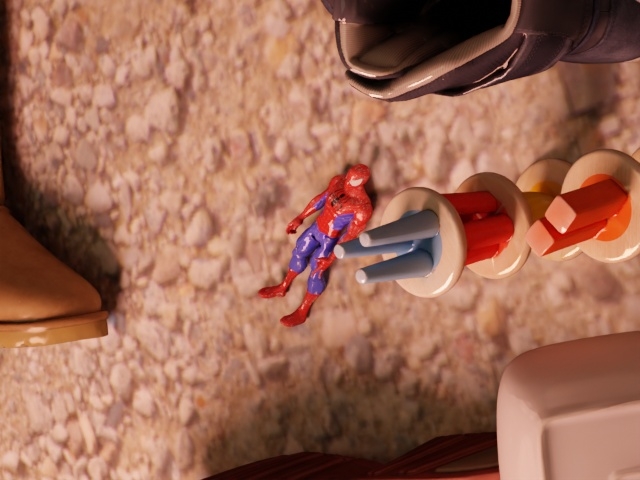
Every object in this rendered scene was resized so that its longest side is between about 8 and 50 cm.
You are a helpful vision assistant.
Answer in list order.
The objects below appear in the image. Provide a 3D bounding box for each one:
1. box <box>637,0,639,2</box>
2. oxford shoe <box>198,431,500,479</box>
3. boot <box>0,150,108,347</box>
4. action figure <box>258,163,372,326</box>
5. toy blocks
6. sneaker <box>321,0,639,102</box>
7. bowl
[{"bbox_3d":[0.208,-0.145,0.640,0.232,0.059,0.183,39,131,17],"label":"box"},{"bbox_3d":[0.001,0.187,0.927,0.348,0.123,0.130,-12,92,46],"label":"oxford shoe"},{"bbox_3d":[-0.235,-0.072,1.136,0.236,0.089,0.270,10,104,44],"label":"boot"},{"bbox_3d":[0.000,0.000,0.954,0.038,0.030,0.115,54,130,30],"label":"action figure"},{"bbox_3d":[0.091,-0.008,0.770,0.123,0.148,0.054,-9,93,47],"label":"toy blocks"},{"bbox_3d":[0.039,-0.120,0.791,0.226,0.163,0.086,12,109,45],"label":"sneaker"},{"bbox_3d":[0.150,0.114,0.758,0.142,0.053,0.142,-8,94,13],"label":"bowl"}]
